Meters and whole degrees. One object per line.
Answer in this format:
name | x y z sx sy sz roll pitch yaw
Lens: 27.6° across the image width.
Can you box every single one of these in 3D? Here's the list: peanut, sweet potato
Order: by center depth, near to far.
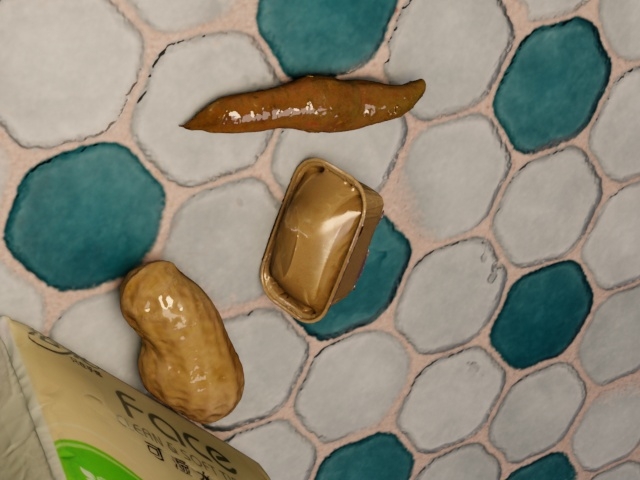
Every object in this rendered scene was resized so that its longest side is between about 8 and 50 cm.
sweet potato | -0.012 -0.140 1.354 0.274 0.067 0.067 -8 123 -23
peanut | -0.150 0.113 1.401 0.108 0.095 0.226 -32 131 -17

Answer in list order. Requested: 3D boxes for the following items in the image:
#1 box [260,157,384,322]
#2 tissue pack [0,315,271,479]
box | 0.000 0.000 1.425 0.111 0.111 0.177 4 116 -35
tissue pack | -0.191 0.301 1.319 0.205 0.332 0.405 -49 127 4
